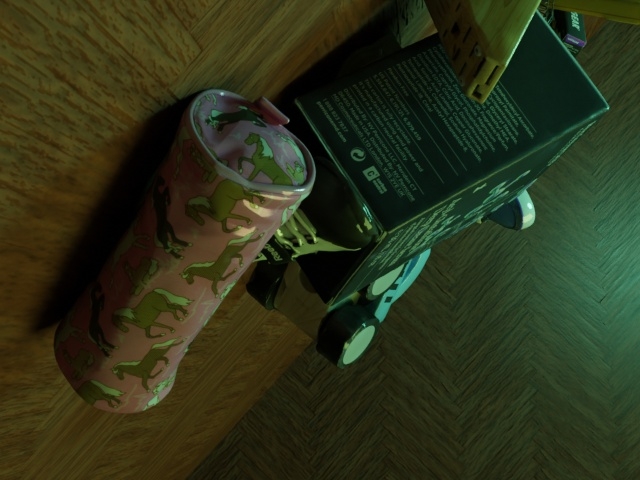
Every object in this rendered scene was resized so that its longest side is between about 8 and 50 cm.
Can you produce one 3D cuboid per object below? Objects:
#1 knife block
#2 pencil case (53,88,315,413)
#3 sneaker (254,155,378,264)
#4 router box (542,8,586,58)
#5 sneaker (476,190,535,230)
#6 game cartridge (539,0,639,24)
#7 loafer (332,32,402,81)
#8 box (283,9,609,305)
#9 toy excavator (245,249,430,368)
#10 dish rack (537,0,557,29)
[{"bbox_3d":[0.260,-0.332,1.188,0.242,0.276,0.088,-13,159,-15],"label":"knife block"},{"bbox_3d":[-0.154,0.021,1.003,0.160,0.167,0.386,9,132,-37],"label":"pencil case"},{"bbox_3d":[-0.052,-0.019,1.094,0.146,0.122,0.330,-37,-161,-18],"label":"sneaker"},{"bbox_3d":[0.444,-0.377,1.739,0.179,0.046,0.133,-78,-165,-47],"label":"router box"},{"bbox_3d":[0.252,-0.089,1.891,0.236,0.323,0.130,-29,145,-21],"label":"sneaker"},{"bbox_3d":[0.560,-0.481,1.700,0.285,0.323,0.053,-40,139,-38],"label":"game cartridge"},{"bbox_3d":[0.070,-0.239,1.262,0.148,0.050,0.056,-41,169,-34],"label":"loafer"},{"bbox_3d":[0.144,-0.122,1.296,0.395,0.212,0.293,-29,168,-22],"label":"box"},{"bbox_3d":[0.130,-0.048,1.601,0.445,0.222,0.433,-21,141,-51],"label":"toy excavator"},{"bbox_3d":[0.343,-0.372,1.586,0.208,0.074,0.271,-56,158,-14],"label":"dish rack"}]
